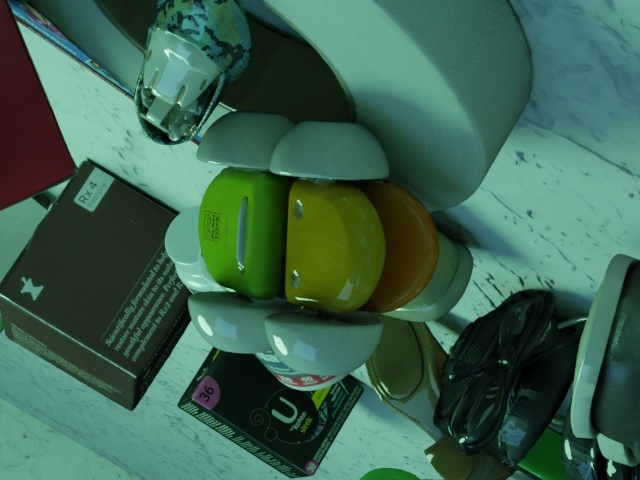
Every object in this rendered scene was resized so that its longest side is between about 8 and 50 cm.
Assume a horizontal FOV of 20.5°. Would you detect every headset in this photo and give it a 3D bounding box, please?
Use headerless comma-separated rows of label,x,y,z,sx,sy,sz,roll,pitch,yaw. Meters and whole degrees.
headset,0.186,0.153,1.392,0.243,0.185,0.394,23,160,25

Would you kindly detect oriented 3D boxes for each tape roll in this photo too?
tape roll,-0.051,-0.155,1.134,0.392,0.072,0.392,28,163,9

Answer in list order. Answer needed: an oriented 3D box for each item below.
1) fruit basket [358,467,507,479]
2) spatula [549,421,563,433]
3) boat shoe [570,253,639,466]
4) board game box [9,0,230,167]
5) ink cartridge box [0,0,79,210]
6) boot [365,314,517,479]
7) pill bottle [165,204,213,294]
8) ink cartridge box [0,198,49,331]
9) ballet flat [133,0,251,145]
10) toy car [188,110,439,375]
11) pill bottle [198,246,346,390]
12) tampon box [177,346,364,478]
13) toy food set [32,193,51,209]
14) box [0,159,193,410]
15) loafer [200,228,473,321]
fruit basket,0.210,0.331,1.696,0.392,0.283,0.392,52,162,24
spatula,0.258,0.205,1.716,0.242,0.019,0.168,20,164,38
boat shoe,0.224,0.093,1.112,0.096,0.117,0.324,18,168,19
board game box,-0.142,-0.145,1.390,0.281,0.027,0.145,34,162,-10
ink cartridge box,-0.279,-0.142,1.221,0.272,0.130,0.309,57,170,26
boot,0.124,0.137,1.644,0.152,0.073,0.197,0,-119,-56
pill bottle,-0.093,0.027,1.701,0.078,0.078,0.137,21,160,31
ink cartridge box,-0.408,-0.013,1.928,0.235,0.171,0.056,39,153,-6
ballet flat,-0.085,-0.104,1.102,0.070,0.070,0.188,31,163,2
toy car,0.001,-0.002,1.157,0.136,0.159,0.182,-3,-171,-41
pill bottle,-0.037,0.053,1.625,0.108,0.108,0.180,18,159,37
tampon box,-0.057,0.175,1.981,0.161,0.120,0.101,33,164,-8
toy food set,-0.351,-0.054,2.019,0.122,0.019,0.078,6,150,38
box,-0.220,0.052,1.832,0.167,0.168,0.203,31,164,2
loafer,0.000,0.000,1.448,0.268,0.102,0.092,4,148,39
